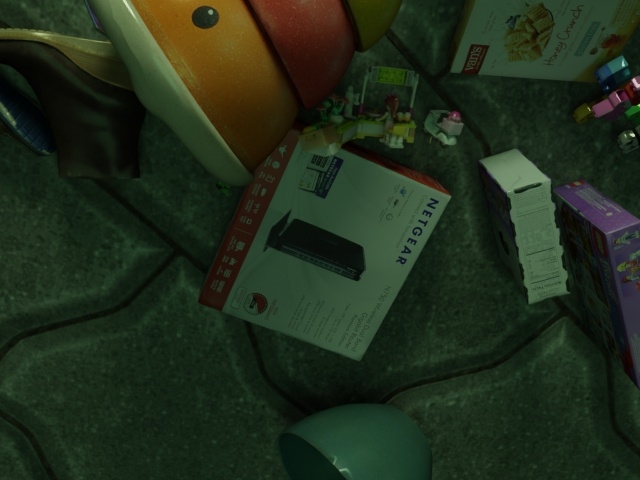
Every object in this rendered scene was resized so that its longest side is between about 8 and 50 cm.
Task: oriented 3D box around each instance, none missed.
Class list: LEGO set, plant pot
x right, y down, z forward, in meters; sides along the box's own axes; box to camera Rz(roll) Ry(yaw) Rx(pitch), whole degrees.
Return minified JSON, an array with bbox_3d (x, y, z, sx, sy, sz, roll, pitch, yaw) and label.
[{"bbox_3d":[0.072,-0.193,0.922,0.287,0.132,0.107,-8,118,-36],"label":"LEGO set"},{"bbox_3d":[0.439,-0.199,0.970,0.093,0.087,0.227,-28,155,24],"label":"LEGO set"},{"bbox_3d":[0.088,0.409,1.148,0.195,0.290,0.290,-32,116,-29],"label":"plant pot"}]

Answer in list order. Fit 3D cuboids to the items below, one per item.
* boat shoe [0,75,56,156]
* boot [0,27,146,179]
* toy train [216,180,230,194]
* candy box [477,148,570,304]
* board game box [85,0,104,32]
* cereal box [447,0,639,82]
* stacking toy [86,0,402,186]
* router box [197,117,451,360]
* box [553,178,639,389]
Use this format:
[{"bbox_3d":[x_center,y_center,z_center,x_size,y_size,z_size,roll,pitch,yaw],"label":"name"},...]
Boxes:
[{"bbox_3d":[-0.478,-0.194,0.957,0.066,0.066,0.183,-23,119,29],"label":"boat shoe"},{"bbox_3d":[-0.382,-0.194,0.929,0.248,0.090,0.206,4,102,-12],"label":"boot"},{"bbox_3d":[-0.145,-0.112,1.029,0.024,0.017,0.083,28,109,-4],"label":"toy train"},{"bbox_3d":[0.320,-0.026,1.008,0.070,0.165,0.196,-17,113,6],"label":"candy box"},{"bbox_3d":[-0.282,-0.370,0.903,0.133,0.033,0.168,-16,112,4],"label":"board game box"},{"bbox_3d":[0.320,-0.306,0.907,0.240,0.047,0.173,2,150,-4],"label":"cereal box"},{"bbox_3d":[-0.019,-0.325,0.795,0.480,0.350,0.350,-33,111,2],"label":"stacking toy"},{"bbox_3d":[0.000,0.000,1.048,0.301,0.082,0.335,21,110,-11],"label":"router box"},{"bbox_3d":[0.471,0.066,1.036,0.057,0.201,0.293,-20,113,6],"label":"box"}]
